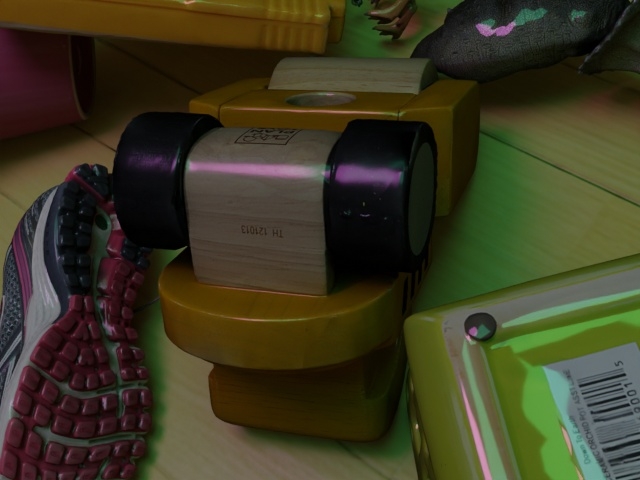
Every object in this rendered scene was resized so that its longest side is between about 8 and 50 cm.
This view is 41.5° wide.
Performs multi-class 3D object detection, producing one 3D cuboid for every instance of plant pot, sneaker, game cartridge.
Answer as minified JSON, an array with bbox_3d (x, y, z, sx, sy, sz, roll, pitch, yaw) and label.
[{"bbox_3d":[-0.323,-0.181,0.831,0.180,0.201,0.201,-2,58,-5],"label":"plant pot"},{"bbox_3d":[0.168,0.136,0.491,0.227,0.207,0.228,-14,58,5],"label":"plant pot"},{"bbox_3d":[-0.206,0.088,0.684,0.112,0.121,0.299,-23,52,35],"label":"sneaker"},{"bbox_3d":[-0.142,-0.268,0.798,0.323,0.053,0.285,2,38,-6],"label":"game cartridge"}]

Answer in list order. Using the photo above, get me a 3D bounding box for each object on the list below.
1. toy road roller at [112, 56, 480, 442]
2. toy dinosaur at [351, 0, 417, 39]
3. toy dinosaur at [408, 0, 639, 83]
[{"bbox_3d":[0.000,0.000,0.652,0.202,0.241,0.329,5,23,17],"label":"toy road roller"},{"bbox_3d":[0.084,-0.255,0.800,0.211,0.064,0.112,11,86,46],"label":"toy dinosaur"},{"bbox_3d":[0.171,-0.188,0.728,0.313,0.121,0.160,2,33,15],"label":"toy dinosaur"}]
